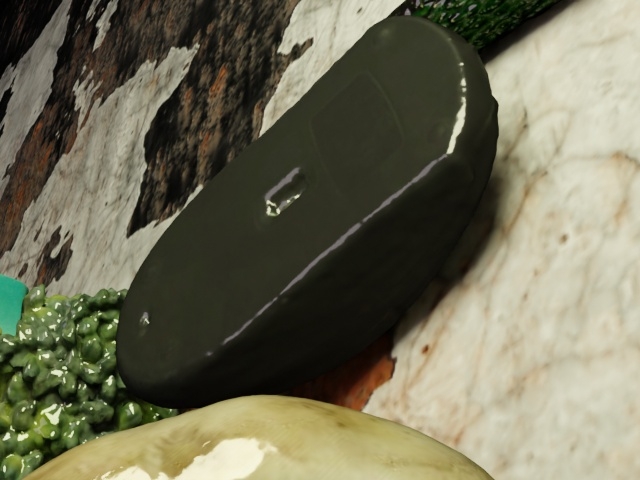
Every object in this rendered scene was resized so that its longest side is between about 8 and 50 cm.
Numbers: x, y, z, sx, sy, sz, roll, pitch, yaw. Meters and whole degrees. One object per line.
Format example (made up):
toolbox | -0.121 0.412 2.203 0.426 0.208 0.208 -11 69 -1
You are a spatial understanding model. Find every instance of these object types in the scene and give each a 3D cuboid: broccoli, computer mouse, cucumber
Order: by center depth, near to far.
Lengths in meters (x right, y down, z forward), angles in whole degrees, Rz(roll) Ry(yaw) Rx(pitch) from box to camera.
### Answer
computer mouse | 0.000 0.000 0.603 0.270 0.086 0.137 -42 41 18
cucumber | 0.087 -0.135 0.611 0.187 0.058 0.058 -33 39 43
broccoli | -0.234 0.140 0.771 0.245 0.288 0.248 -139 40 -77

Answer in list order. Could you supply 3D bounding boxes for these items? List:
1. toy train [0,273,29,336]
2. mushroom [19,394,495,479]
toy train | -0.299 0.118 0.943 0.198 0.154 0.107 -48 33 24
mushroom | -0.026 0.172 0.326 0.184 0.255 0.255 -32 38 63
